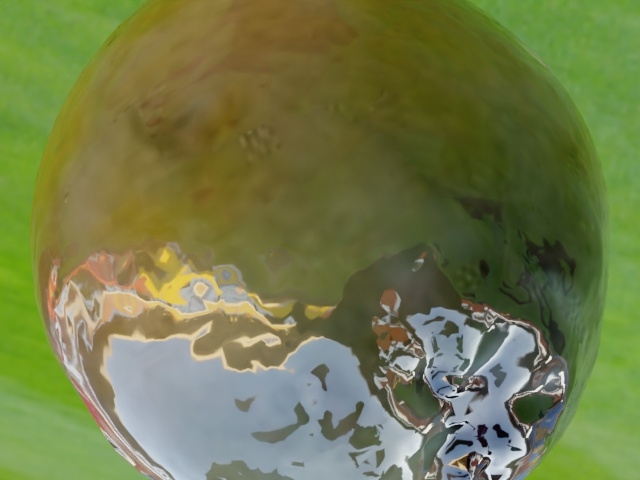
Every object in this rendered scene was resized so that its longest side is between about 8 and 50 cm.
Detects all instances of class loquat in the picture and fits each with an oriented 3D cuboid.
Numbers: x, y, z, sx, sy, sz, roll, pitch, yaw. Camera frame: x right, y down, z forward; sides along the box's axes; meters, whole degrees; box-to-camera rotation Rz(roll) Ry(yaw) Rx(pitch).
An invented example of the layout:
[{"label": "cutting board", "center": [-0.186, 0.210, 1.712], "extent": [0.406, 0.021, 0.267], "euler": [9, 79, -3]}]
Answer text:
[{"label": "loquat", "center": [0.000, 0.000, 0.540], "extent": [0.179, 0.179, 0.227], "euler": [15, -159, -3]}]
